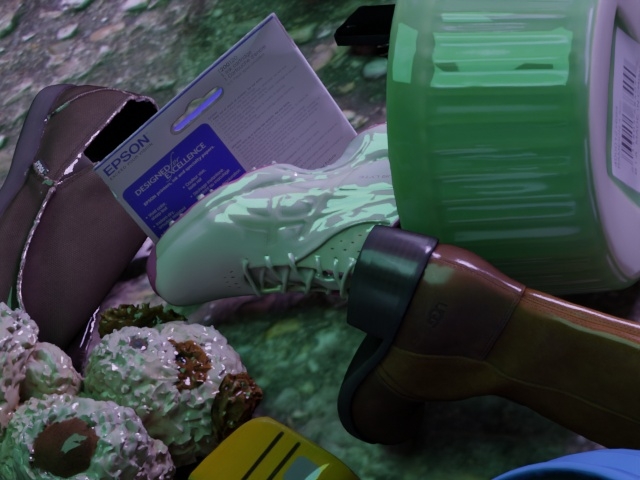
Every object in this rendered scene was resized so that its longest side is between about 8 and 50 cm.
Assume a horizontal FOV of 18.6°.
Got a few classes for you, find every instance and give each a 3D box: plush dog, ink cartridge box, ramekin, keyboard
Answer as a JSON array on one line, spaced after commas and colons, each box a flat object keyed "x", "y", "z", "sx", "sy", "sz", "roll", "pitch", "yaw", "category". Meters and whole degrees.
[{"x": -0.161, "y": 0.151, "z": 1.621, "sx": 0.225, "sy": 0.210, "sz": 0.262, "roll": -30, "pitch": 37, "yaw": -20, "category": "plush dog"}, {"x": -0.080, "y": -0.079, "z": 1.713, "sx": 0.206, "sy": 0.208, "sz": 0.045, "roll": -41, "pitch": 47, "yaw": -4, "category": "ink cartridge box"}, {"x": 0.173, "y": -0.097, "z": 1.512, "sx": 0.148, "sy": 0.303, "sz": 0.303, "roll": -1, "pitch": 54, "yaw": 23, "category": "ramekin"}, {"x": 0.100, "y": -0.189, "z": 1.827, "sx": 0.192, "sy": 0.038, "sz": 0.100, "roll": 1, "pitch": 33, "yaw": 34, "category": "keyboard"}]

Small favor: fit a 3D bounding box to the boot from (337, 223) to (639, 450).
[{"x": 0.160, "y": 0.112, "z": 1.450, "sx": 0.280, "sy": 0.264, "sz": 0.096, "roll": 20, "pitch": 50, "yaw": 12, "category": "boot"}]

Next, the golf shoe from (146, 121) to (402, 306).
[{"x": 0.000, "y": 0.000, "z": 1.658, "sx": 0.306, "sy": 0.115, "sz": 0.140, "roll": -23, "pitch": 54, "yaw": 6, "category": "golf shoe"}]

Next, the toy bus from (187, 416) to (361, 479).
[{"x": -0.103, "y": 0.297, "z": 1.491, "sx": 0.130, "sy": 0.108, "sz": 0.332, "roll": 27, "pitch": 71, "yaw": 41, "category": "toy bus"}]

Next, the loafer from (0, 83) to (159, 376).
[{"x": -0.227, "y": -0.017, "z": 1.808, "sx": 0.130, "sy": 0.134, "sz": 0.366, "roll": -13, "pitch": 49, "yaw": 24, "category": "loafer"}]

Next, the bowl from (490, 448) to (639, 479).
[{"x": 0.157, "y": 0.320, "z": 1.191, "sx": 0.391, "sy": 0.077, "sz": 0.391, "roll": -20, "pitch": 65, "yaw": 49, "category": "bowl"}]
